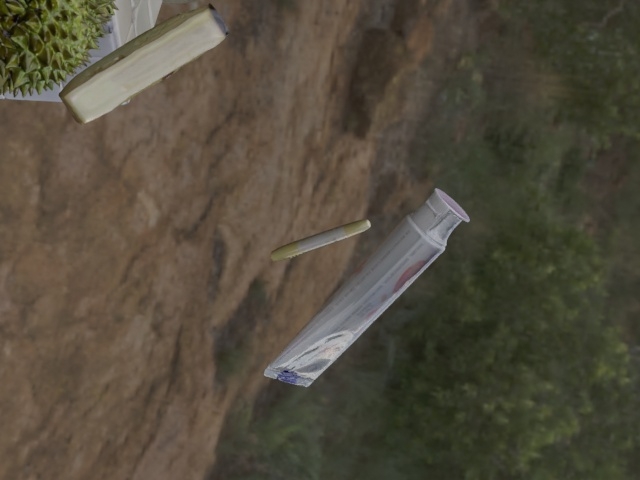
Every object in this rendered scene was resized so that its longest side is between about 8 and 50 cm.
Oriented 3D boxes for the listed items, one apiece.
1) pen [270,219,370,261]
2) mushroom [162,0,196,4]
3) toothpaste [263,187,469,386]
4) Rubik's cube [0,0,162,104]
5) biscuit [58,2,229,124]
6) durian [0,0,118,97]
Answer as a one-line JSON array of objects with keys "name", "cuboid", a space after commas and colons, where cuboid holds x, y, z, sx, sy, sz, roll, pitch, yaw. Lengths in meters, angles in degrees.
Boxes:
[{"name": "pen", "cuboid": [0.000, 0.000, 2.182, 0.040, 0.233, 0.032, -10, 82, -70]}, {"name": "mushroom", "cuboid": [-0.273, -0.475, 1.810, 0.128, 0.350, 0.128, -16, 111, -51]}, {"name": "toothpaste", "cuboid": [0.059, 0.070, 1.324, 0.323, 0.066, 0.100, -48, 143, 15]}, {"name": "Rubik's cube", "cuboid": [-0.413, -0.402, 1.542, 0.291, 0.290, 0.291, 91, 3, -49]}, {"name": "biscuit", "cuboid": [-0.186, -0.186, 1.097, 0.052, 0.188, 0.056, 59, -5, -23]}, {"name": "durian", "cuboid": [-0.362, -0.314, 1.227, 0.224, 0.291, 0.291, -179, -80, -88]}]
